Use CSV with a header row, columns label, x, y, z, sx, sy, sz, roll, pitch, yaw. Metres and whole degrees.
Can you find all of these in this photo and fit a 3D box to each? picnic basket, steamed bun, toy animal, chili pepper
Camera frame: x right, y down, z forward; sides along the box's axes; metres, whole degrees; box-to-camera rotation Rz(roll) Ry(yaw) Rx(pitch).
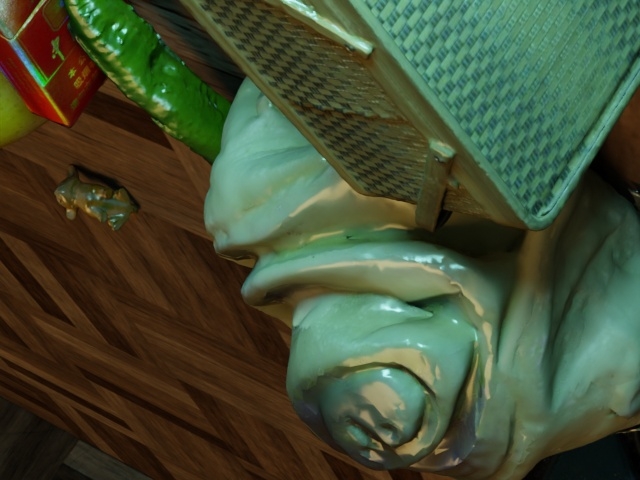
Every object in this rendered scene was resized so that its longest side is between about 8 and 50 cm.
label,x,y,z,sx,sy,sz,roll,pitch,yaw
picnic basket,0.045,-0.136,0.766,0.139,0.165,0.266,13,153,49
steamed bun,0.071,0.044,1.061,0.394,0.237,0.346,31,161,5
toy animal,-0.250,-0.047,1.645,0.083,0.060,0.081,18,-167,37
chili pepper,-0.098,-0.112,1.184,0.085,0.076,0.359,21,162,42

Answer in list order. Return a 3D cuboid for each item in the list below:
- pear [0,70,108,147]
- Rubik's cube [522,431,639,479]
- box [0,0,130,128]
label,x,y,z,sx,sy,sz,roll,pitch,yaw
pear,-0.323,-0.152,1.297,0.267,0.178,0.267,28,165,8
Rubik's cube,0.269,0.322,1.332,0.305,0.307,0.310,33,160,5
box,-0.207,-0.179,1.140,0.048,0.112,0.175,23,161,25
